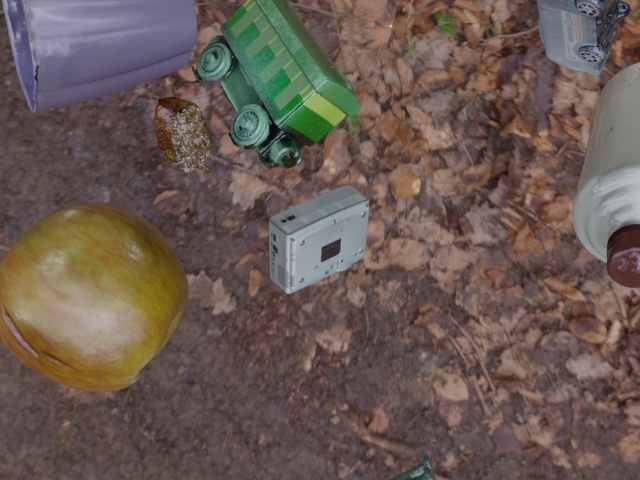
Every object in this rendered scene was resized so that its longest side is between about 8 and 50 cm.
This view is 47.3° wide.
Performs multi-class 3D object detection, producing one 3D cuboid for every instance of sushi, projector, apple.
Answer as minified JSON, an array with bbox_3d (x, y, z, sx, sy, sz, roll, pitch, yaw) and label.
[{"bbox_3d":[-0.163,-0.126,0.892,0.055,0.052,0.120,26,142,26],"label":"sushi"},{"bbox_3d":[0.000,0.000,1.054,0.147,0.061,0.115,-25,138,-29],"label":"projector"},{"bbox_3d":[-0.306,0.085,1.018,0.264,0.264,0.265,1,106,5],"label":"apple"}]

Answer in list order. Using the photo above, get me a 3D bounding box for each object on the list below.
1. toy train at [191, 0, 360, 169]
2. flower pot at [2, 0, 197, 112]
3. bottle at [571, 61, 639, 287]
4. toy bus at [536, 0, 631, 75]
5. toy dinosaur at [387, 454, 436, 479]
[{"bbox_3d":[-0.080,-0.262,1.195,0.202,0.120,0.301,-40,58,16],"label":"toy train"},{"bbox_3d":[-0.315,-0.325,1.044,0.243,0.265,0.265,-10,108,-24],"label":"flower pot"},{"bbox_3d":[0.271,-0.053,0.609,0.104,0.245,0.104,15,134,17],"label":"bottle"},{"bbox_3d":[0.345,-0.317,0.969,0.109,0.261,0.091,23,82,26],"label":"toy bus"},{"bbox_3d":[0.007,0.386,0.911,0.330,0.383,0.129,-22,68,1],"label":"toy dinosaur"}]
